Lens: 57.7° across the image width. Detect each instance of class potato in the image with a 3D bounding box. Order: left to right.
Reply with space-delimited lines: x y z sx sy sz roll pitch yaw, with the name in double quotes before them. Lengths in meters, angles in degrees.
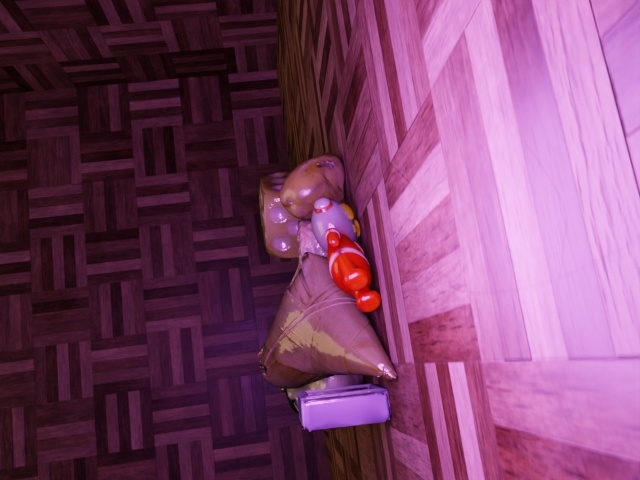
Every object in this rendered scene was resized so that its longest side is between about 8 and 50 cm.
"potato" -0.016 -0.135 1.483 0.137 0.200 0.155 10 130 38

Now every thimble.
"thimble" 0.011 0.033 1.534 0.229 0.148 0.196 97 169 -65

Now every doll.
"doll" 0.051 0.008 1.292 0.200 0.105 0.336 58 -173 -39

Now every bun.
"bun" 0.019 0.358 1.599 0.283 0.179 0.283 -19 66 54

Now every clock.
"clock" 0.049 0.368 1.291 0.144 0.193 0.073 121 144 -79

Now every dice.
"dice" -0.083 -0.090 1.909 0.238 0.226 0.233 -110 15 -64

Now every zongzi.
"zongzi" -0.014 0.303 1.345 0.418 0.181 0.447 57 131 47

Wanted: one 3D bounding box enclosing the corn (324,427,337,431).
"corn" 0.022 0.524 2.096 0.130 0.130 0.347 -121 25 -77
